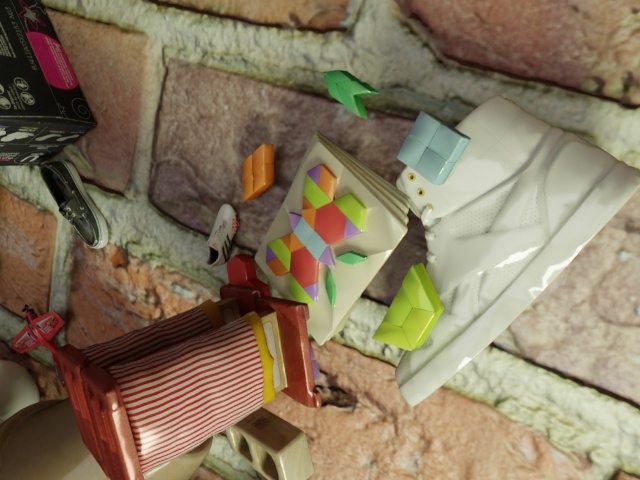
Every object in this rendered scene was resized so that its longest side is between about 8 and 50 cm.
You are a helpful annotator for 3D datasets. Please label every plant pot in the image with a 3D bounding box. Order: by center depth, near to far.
[{"bbox_3d":[-0.274,0.287,0.611,0.229,0.263,0.263,-40,84,6],"label":"plant pot"}]

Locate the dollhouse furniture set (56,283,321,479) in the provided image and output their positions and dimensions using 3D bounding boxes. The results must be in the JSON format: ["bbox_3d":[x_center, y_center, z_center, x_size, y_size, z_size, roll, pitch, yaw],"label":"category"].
[{"bbox_3d":[-0.106,0.252,0.487,0.152,0.201,0.374,8,112,47],"label":"dollhouse furniture set"}]

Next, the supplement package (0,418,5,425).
[{"bbox_3d":[-0.585,0.327,0.638,0.262,0.145,0.204,26,105,7],"label":"supplement package"}]

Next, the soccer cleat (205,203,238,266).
[{"bbox_3d":[-0.126,-0.005,0.576,0.029,0.035,0.083,22,109,18],"label":"soccer cleat"}]

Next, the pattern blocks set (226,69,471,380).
[{"bbox_3d":[0.000,0.000,0.472,0.285,0.026,0.325,34,118,34],"label":"pattern blocks set"}]

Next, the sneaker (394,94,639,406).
[{"bbox_3d":[0.127,0.011,0.446,0.169,0.108,0.292,42,114,21],"label":"sneaker"}]

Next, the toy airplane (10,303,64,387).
[{"bbox_3d":[-0.446,0.169,0.755,0.151,0.028,0.151,6,104,23],"label":"toy airplane"}]

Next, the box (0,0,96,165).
[{"bbox_3d":[-0.447,-0.232,0.594,0.142,0.163,0.247,-24,91,24],"label":"box"}]

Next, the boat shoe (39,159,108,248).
[{"bbox_3d":[-0.358,-0.050,0.664,0.049,0.040,0.142,-29,89,25],"label":"boat shoe"}]

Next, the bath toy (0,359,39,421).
[{"bbox_3d":[-0.603,0.333,0.806,0.129,0.151,0.348,37,112,-26],"label":"bath toy"}]
